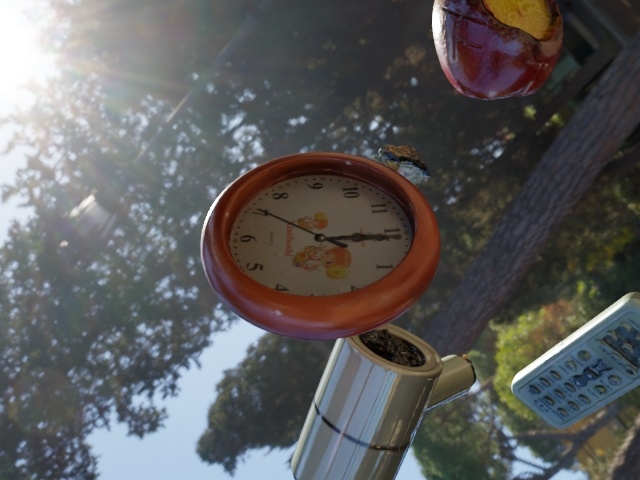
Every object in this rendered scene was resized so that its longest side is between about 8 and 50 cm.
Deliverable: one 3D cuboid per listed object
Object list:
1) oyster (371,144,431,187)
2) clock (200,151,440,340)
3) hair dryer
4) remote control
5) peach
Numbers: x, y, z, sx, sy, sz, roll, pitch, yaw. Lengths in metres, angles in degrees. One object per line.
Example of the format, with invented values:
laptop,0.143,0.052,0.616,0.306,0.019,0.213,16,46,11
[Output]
oyster,0.114,-0.100,1.530,0.092,0.198,0.259,58,167,7
clock,0.000,0.000,0.687,0.051,0.205,0.205,87,160,-48
hair dryer,0.119,0.199,1.045,0.128,0.203,0.362,29,-160,30
remote control,0.461,0.204,1.339,0.128,0.335,0.065,41,-133,4
peach,0.268,-0.330,1.212,0.196,0.189,0.226,-93,-2,-67
